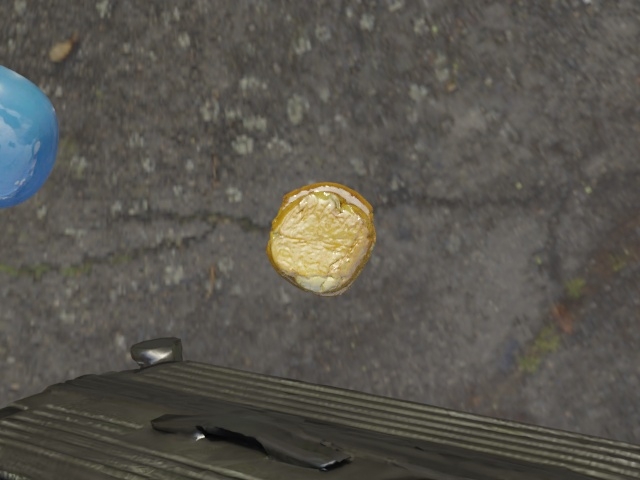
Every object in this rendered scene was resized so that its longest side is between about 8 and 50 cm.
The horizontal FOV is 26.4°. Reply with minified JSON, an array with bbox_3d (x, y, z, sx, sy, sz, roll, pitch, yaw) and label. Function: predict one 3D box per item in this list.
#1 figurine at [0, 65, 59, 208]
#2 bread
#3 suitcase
[{"bbox_3d":[-0.449,-0.150,1.277,0.416,0.243,0.297,17,87,-49],"label":"figurine"},{"bbox_3d":[0.000,0.000,0.982,0.081,0.046,0.083,-7,90,2],"label":"bread"},{"bbox_3d":[-0.007,0.176,0.550,0.152,0.335,0.229,-15,104,-43],"label":"suitcase"}]
